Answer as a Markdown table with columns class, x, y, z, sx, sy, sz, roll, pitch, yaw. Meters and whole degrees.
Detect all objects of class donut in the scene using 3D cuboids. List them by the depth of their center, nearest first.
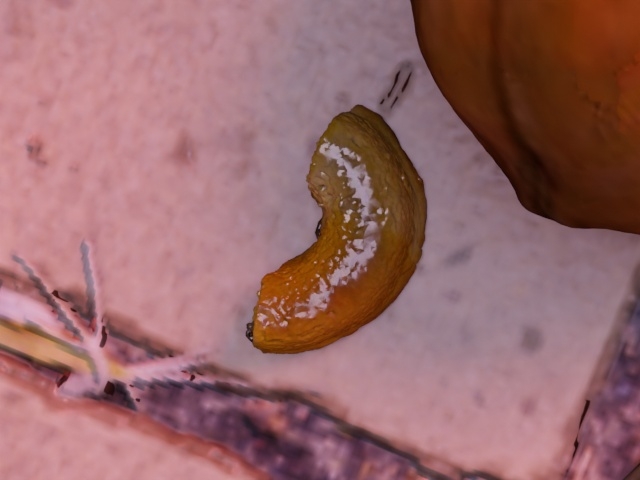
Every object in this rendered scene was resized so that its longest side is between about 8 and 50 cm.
| class | x | y | z | sx | sy | sz | roll | pitch | yaw |
| --- | --- | --- | --- | --- | --- | --- | --- | --- | --- |
| donut | 0.000 | 0.000 | 0.683 | 0.083 | 0.038 | 0.067 | -33 | 89 | 3 |

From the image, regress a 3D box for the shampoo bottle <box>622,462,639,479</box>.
| class | x | y | z | sx | sy | sz | roll | pitch | yaw |
| --- | --- | --- | --- | --- | --- | --- | --- | --- | --- |
| shampoo bottle | 0.172 | 0.176 | 0.638 | 0.234 | 0.087 | 0.118 | 43 | 95 | 5 |

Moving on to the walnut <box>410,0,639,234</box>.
| class | x | y | z | sx | sy | sz | roll | pitch | yaw |
| --- | --- | --- | --- | --- | --- | --- | --- | --- | --- |
| walnut | 0.149 | -0.156 | 0.587 | 0.209 | 0.209 | 0.336 | 20 | 88 | 6 |
